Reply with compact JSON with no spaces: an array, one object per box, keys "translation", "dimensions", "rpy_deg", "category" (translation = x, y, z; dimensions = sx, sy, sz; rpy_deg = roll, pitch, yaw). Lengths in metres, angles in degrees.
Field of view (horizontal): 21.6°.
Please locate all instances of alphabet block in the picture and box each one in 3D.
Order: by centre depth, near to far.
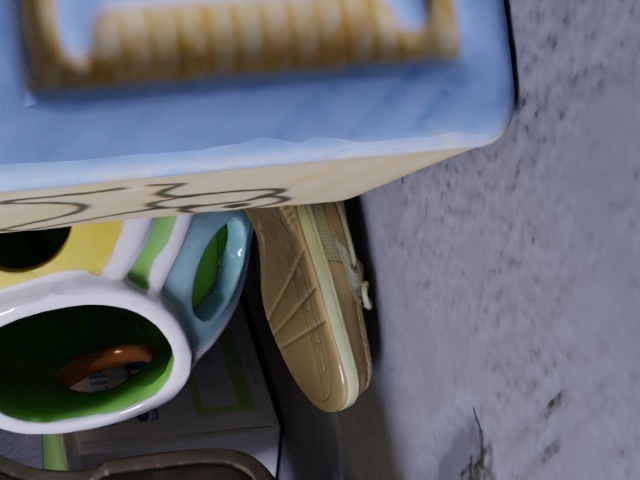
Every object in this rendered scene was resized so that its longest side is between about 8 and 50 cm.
[{"translation":[-0.057,-0.109,0.606],"dimensions":[0.197,0.192,0.194],"rpy_deg":[163,102,-75],"category":"alphabet block"}]

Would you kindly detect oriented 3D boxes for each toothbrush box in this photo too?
[{"translation":[-0.113,0.150,1.080],"dimensions":[0.206,0.122,0.283],"rpy_deg":[-111,19,-47],"category":"toothbrush box"}]

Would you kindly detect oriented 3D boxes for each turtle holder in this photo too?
[{"translation":[-0.136,-0.048,0.851],"dimensions":[0.320,0.243,0.227],"rpy_deg":[116,147,-51],"category":"turtle holder"}]

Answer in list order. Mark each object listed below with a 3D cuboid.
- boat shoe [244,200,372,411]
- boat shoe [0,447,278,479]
[{"translation":[-0.001,0.000,0.744],"dimensions":[0.056,0.048,0.153],"rpy_deg":[-51,52,54],"category":"boat shoe"},{"translation":[-0.145,0.172,0.880],"dimensions":[0.104,0.307,0.111],"rpy_deg":[55,-138,-53],"category":"boat shoe"}]
